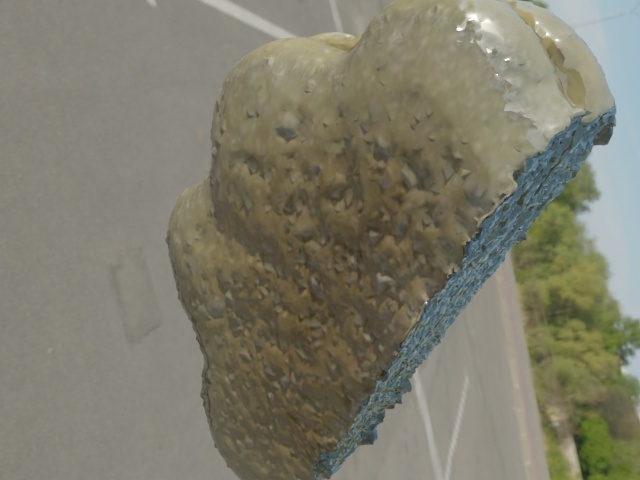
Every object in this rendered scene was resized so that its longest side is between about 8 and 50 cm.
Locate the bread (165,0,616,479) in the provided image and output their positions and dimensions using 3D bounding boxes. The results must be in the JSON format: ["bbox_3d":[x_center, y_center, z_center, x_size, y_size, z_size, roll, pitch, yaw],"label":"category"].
[{"bbox_3d":[0.005,0.000,0.469,0.102,0.337,0.183,-19,58,-46],"label":"bread"}]
